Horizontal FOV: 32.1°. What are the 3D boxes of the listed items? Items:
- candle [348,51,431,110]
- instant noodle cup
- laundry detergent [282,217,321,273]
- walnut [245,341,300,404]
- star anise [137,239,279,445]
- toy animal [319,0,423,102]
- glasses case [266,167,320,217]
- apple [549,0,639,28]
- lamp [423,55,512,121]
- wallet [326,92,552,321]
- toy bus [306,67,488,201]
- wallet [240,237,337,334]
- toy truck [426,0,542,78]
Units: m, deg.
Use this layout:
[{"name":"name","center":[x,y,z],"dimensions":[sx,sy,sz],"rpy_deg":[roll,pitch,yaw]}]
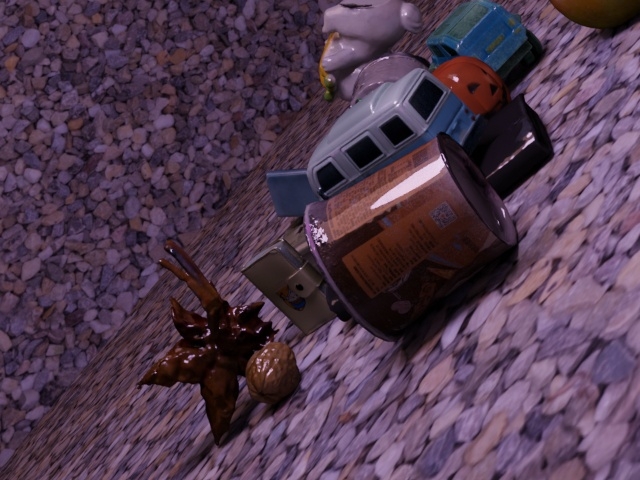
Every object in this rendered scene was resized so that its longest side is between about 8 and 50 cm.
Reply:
[{"name":"candle","center":[0.144,-0.241,2.161],"dimensions":[0.187,0.187,0.330],"rpy_deg":[-41,15,22]},{"name":"instant noodle cup","center":[0.120,-0.012,1.421],"dimensions":[0.207,0.217,0.217],"rpy_deg":[-35,15,21]},{"name":"laundry detergent","center":[0.000,0.000,2.051],"dimensions":[0.181,0.091,0.253],"rpy_deg":[-34,14,14]},{"name":"walnut","center":[-0.071,0.199,1.671],"dimensions":[0.096,0.082,0.079],"rpy_deg":[-62,-8,-49]},{"name":"star anise","center":[-0.182,0.148,1.703],"dimensions":[0.237,0.346,0.148],"rpy_deg":[-11,31,-2]},{"name":"toy animal","center":[0.114,-0.395,2.362],"dimensions":[0.247,0.310,0.183],"rpy_deg":[-11,34,-3]},{"name":"glasses case","center":[0.024,-0.083,1.988],"dimensions":[0.266,0.105,0.056],"rpy_deg":[-2,48,39]},{"name":"apple","center":[0.463,-0.460,1.738],"dimensions":[0.261,0.194,0.261],"rpy_deg":[-46,9,10]},{"name":"lamp","center":[0.220,-0.220,1.853],"dimensions":[0.187,0.164,0.188],"rpy_deg":[-41,12,11]},{"name":"wallet","center":[0.172,-0.052,1.694],"dimensions":[0.406,0.062,0.228],"rpy_deg":[-42,12,19]},{"name":"toy bus","center":[0.097,-0.133,1.675],"dimensions":[0.271,0.165,0.133],"rpy_deg":[-32,18,46]},{"name":"wallet","center":[-0.042,0.072,1.794],"dimensions":[0.110,0.155,0.039],"rpy_deg":[-35,15,42]},{"name":"toy truck","center":[0.293,-0.355,2.073],"dimensions":[0.155,0.156,0.279],"rpy_deg":[-46,13,0]}]
